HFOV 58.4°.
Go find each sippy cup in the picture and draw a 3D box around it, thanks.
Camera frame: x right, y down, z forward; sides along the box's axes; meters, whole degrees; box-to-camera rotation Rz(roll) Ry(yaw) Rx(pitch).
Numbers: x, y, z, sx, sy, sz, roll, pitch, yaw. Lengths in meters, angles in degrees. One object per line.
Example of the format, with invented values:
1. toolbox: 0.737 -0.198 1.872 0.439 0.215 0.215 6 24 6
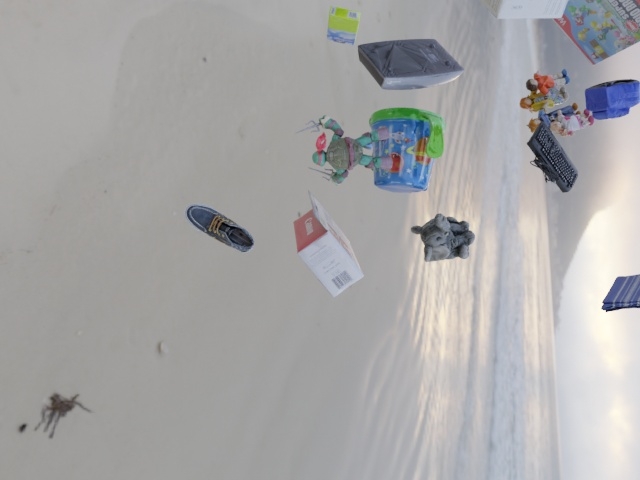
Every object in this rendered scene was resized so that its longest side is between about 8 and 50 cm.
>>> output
1. sippy cup: 0.258 -0.267 1.768 0.305 0.240 0.224 26 70 -78

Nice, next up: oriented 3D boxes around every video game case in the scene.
1. video game case: 0.748 -0.584 1.473 0.204 0.285 0.025 44 74 -9

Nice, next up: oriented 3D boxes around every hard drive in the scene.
1. hard drive: 0.239 -0.472 1.534 0.172 0.254 0.054 60 -29 32

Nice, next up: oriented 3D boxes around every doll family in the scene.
1. doll family: 0.731 -0.413 1.824 0.118 0.163 0.263 87 -14 -65

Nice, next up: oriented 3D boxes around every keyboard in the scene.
1. keyboard: 0.558 -0.185 1.351 0.192 0.038 0.100 41 75 -27

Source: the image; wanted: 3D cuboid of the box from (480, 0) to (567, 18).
1. box: 0.486 -0.620 1.317 0.181 0.181 0.119 99 -21 -47

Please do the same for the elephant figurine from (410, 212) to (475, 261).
1. elephant figurine: 0.381 -0.014 1.892 0.239 0.169 0.186 5 108 -41

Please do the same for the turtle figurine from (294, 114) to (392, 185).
1. turtle figurine: 0.057 -0.213 1.404 0.118 0.234 0.175 -128 -146 -61

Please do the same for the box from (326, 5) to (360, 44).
1. box: 0.080 -0.763 2.038 0.178 0.109 0.042 107 -5 -83

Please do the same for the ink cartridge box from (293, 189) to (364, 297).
1. ink cartridge box: 0.000 0.000 1.953 0.272 0.130 0.309 52 8 -19

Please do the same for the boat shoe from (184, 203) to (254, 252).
1. boat shoe: -0.233 -0.033 1.336 0.065 0.183 0.083 -61 -171 -9

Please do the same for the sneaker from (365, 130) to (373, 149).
1. sneaker: 0.230 -0.440 2.364 0.209 0.069 0.082 -37 160 -47

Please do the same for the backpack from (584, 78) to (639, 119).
1. backpack: 0.785 -0.378 1.528 0.098 0.120 0.101 -140 -144 -69

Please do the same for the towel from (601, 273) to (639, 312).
1. towel: 1.094 0.159 1.823 0.243 0.336 0.040 -31 106 -46
